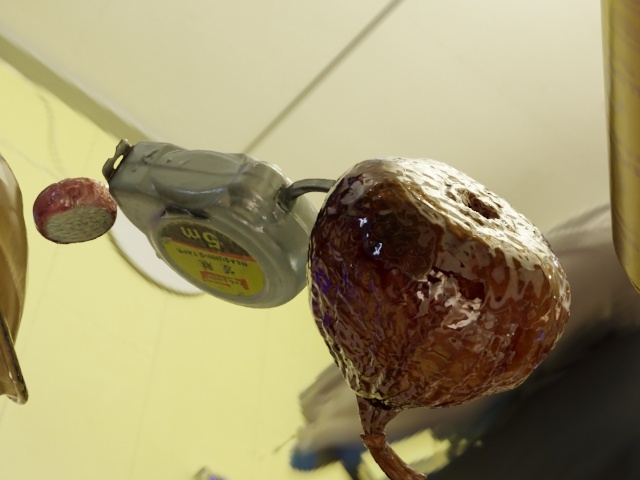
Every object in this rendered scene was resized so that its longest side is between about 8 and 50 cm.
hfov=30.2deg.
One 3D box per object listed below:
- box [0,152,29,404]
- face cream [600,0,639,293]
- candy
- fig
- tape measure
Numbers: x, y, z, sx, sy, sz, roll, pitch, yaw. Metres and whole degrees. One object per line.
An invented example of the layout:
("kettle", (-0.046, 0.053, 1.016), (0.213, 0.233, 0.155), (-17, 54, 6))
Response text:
("box", (-0.159, 0.005, 0.440), (0.111, 0.177, 0.111), (2, 58, -3))
("face cream", (0.128, -0.030, 0.363), (0.273, 0.078, 0.078), (70, 3, -50))
("candy", (-0.297, -0.035, 1.436), (0.103, 0.103, 0.043), (14, 50, -46))
("fig", (0.044, 0.054, 0.667), (0.134, 0.201, 0.146), (2, 40, -29))
("tape measure", (0.000, -0.001, 0.893), (0.084, 0.330, 0.164), (-65, 149, -25))
